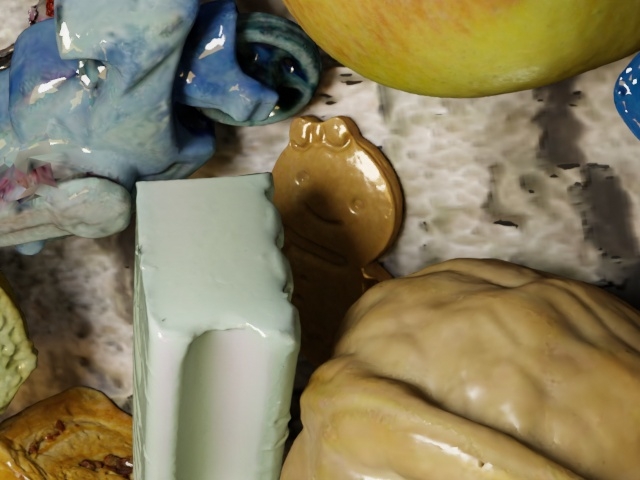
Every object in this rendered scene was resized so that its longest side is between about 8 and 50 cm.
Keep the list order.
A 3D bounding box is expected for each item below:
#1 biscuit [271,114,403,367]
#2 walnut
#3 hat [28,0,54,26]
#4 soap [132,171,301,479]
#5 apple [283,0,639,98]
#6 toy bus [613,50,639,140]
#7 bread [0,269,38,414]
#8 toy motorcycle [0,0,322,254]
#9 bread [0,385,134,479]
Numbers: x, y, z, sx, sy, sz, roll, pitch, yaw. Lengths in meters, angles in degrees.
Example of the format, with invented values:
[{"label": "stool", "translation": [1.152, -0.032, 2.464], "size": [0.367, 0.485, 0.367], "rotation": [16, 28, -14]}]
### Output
[{"label": "biscuit", "translation": [0.002, 0.005, 1.037], "size": [0.133, 0.027, 0.184], "rotation": [40, 121, 17]}, {"label": "walnut", "translation": [0.113, 0.164, 0.880], "size": [0.285, 0.285, 0.296], "rotation": [18, 78, 25]}, {"label": "hat", "translation": [-0.180, -0.225, 1.026], "size": [0.129, 0.140, 0.227], "rotation": [49, 137, 21]}, {"label": "soap", "translation": [-0.080, 0.103, 0.979], "size": [0.095, 0.173, 0.290], "rotation": [-1, 133, -10]}, {"label": "apple", "translation": [0.087, -0.185, 0.799], "size": [0.260, 0.261, 0.194], "rotation": [-4, 114, 32]}, {"label": "toy bus", "translation": [0.300, -0.140, 0.720], "size": [0.138, 0.175, 0.288], "rotation": [45, 123, 11]}, {"label": "bread", "translation": [-0.322, 0.059, 1.150], "size": [0.267, 0.130, 0.152], "rotation": [29, 101, 54]}, {"label": "toy motorcycle", "translation": [-0.177, -0.090, 0.983], "size": [0.319, 0.241, 0.182], "rotation": [-28, 75, 26]}, {"label": "bread", "translation": [-0.204, 0.220, 1.164], "size": [0.158, 0.149, 0.143], "rotation": [34, 118, 25]}]
